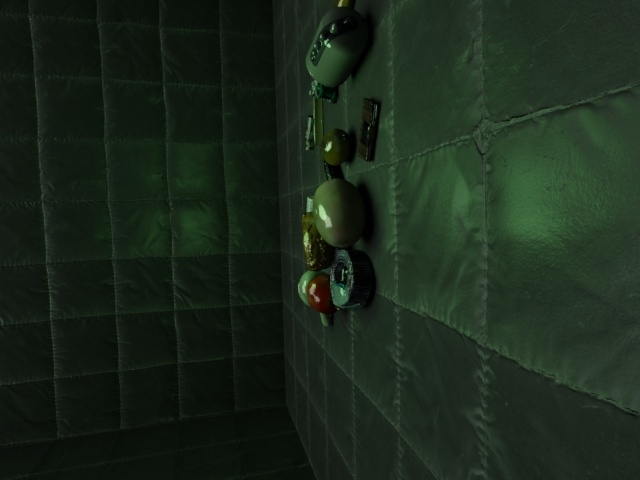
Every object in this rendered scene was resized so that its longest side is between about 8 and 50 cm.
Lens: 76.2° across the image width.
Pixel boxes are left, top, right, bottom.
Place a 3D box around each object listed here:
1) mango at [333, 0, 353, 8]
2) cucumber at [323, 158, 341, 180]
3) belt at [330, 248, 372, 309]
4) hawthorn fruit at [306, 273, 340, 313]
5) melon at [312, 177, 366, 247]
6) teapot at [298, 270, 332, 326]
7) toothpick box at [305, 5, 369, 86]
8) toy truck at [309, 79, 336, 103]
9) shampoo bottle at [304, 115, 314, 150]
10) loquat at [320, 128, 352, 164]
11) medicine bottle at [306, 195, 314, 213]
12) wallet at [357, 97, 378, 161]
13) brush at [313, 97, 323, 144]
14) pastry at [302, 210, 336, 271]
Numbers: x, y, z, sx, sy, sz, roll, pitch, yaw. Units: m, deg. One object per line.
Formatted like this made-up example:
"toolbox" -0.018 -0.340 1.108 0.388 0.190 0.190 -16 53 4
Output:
"mango" 0.103 -1.030 1.763 0.161 0.076 0.103 117 152 -56
"cucumber" 0.059 -0.352 2.037 0.072 0.081 0.304 59 -166 -53
"belt" 0.128 0.169 1.783 0.324 0.122 0.261 -176 91 -73
"hawthorn fruit" 0.039 0.282 2.033 0.225 0.196 0.197 45 137 47
"melon" 0.079 -0.121 1.722 0.223 0.222 0.317 107 156 -52
"teapot" -0.022 0.318 2.220 0.149 0.219 0.319 -18 78 47
"toothpick box" 0.062 -0.793 1.655 0.316 0.228 0.230 149 117 -73
"toy truck" 0.020 -0.773 2.073 0.216 0.110 0.117 -121 45 -63
"shampoo bottle" -0.060 -0.648 2.473 0.057 0.063 0.208 -127 38 -48
"loquat" 0.070 -0.419 1.860 0.195 0.151 0.152 127 138 -55
"medicine bottle" -0.041 -0.166 2.422 0.086 0.085 0.184 -123 33 -62
"wallet" 0.184 -0.437 1.616 0.124 0.042 0.231 -116 29 -62
"brush" -0.014 -0.679 2.300 0.048 0.054 0.283 -165 73 -84
"pastry" 0.000 0.000 1.973 0.255 0.161 0.311 75 -174 -46
